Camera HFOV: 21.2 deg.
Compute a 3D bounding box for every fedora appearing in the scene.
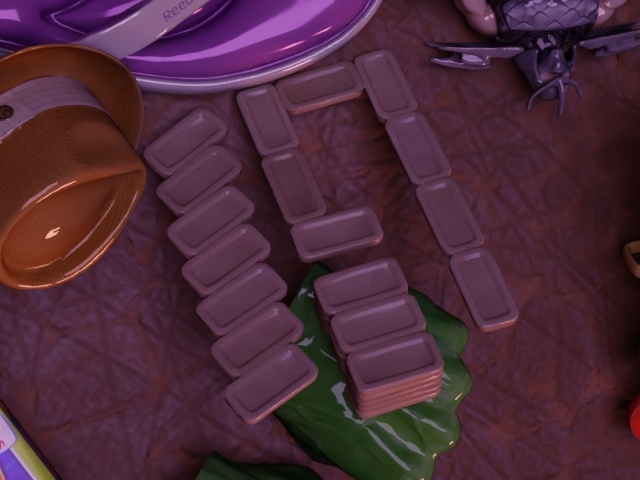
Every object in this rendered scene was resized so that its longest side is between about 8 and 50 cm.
[{"bbox_3d":[-0.174,-0.029,1.074,0.194,0.194,0.079,-46,59,-7],"label":"fedora"}]

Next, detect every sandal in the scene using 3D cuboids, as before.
[{"bbox_3d":[-0.146,-0.180,1.111,0.416,0.102,0.169,-1,92,-13],"label":"sandal"}]

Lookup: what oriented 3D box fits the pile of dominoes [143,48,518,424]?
[{"bbox_3d":[0.000,0.000,1.135,0.196,0.040,0.251,-16,59,-11],"label":"pile of dominoes"}]

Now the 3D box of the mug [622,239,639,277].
[{"bbox_3d":[0.263,0.004,1.221,0.078,0.064,0.062,22,114,-19],"label":"mug"}]

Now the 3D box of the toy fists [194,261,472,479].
[{"bbox_3d":[0.000,0.157,1.160,0.142,0.096,0.279,29,85,4],"label":"toy fists"}]

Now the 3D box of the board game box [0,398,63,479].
[{"bbox_3d":[-0.337,0.122,1.092,0.233,0.078,0.347,-37,99,-9],"label":"board game box"}]

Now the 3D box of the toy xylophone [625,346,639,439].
[{"bbox_3d":[0.338,0.036,1.166,0.236,0.081,0.322,-4,119,-7],"label":"toy xylophone"}]

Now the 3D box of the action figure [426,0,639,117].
[{"bbox_3d":[0.150,-0.226,1.179,0.185,0.099,0.285,-8,98,-21],"label":"action figure"}]
